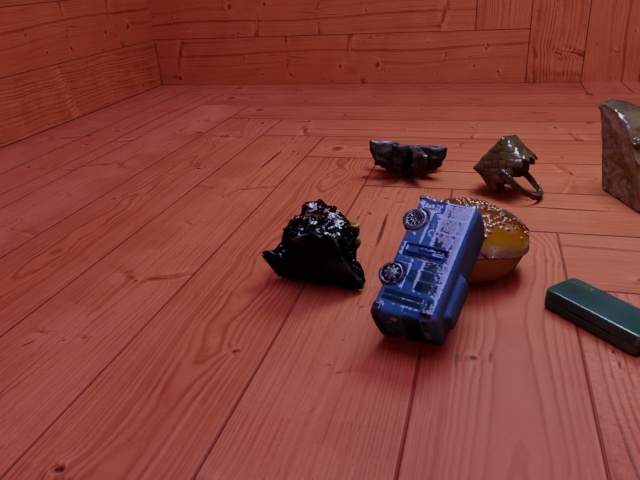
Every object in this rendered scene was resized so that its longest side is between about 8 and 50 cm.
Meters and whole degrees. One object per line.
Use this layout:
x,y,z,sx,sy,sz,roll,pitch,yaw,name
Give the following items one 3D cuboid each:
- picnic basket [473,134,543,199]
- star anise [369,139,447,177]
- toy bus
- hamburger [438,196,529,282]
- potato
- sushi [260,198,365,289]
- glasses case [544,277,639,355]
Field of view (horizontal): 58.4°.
0.505,-0.172,1.491,0.178,0.137,0.128,50,40,13,picnic basket
0.252,-0.237,1.677,0.223,0.108,0.236,10,11,10,star anise
0.185,0.054,0.961,0.134,0.116,0.234,15,65,28,toy bus
0.301,-0.007,1.142,0.237,0.147,0.237,0,27,0,hamburger
0.818,-0.220,1.399,0.190,0.264,0.211,-13,20,2,potato
0.000,0.000,1.163,0.172,0.153,0.150,-10,39,35,sushi
0.476,0.124,0.968,0.078,0.039,0.184,-17,28,-25,glasses case
